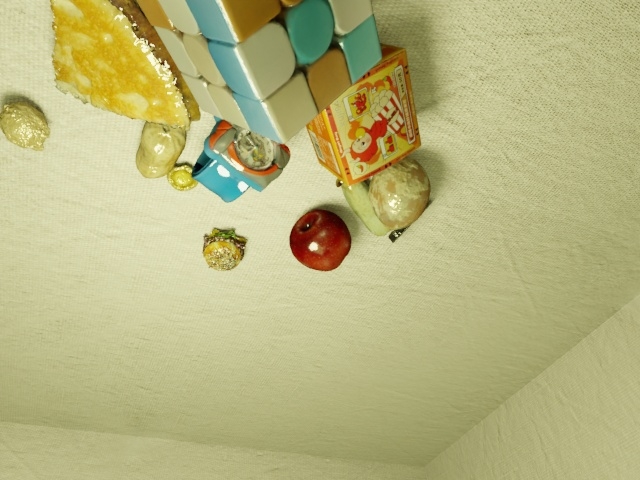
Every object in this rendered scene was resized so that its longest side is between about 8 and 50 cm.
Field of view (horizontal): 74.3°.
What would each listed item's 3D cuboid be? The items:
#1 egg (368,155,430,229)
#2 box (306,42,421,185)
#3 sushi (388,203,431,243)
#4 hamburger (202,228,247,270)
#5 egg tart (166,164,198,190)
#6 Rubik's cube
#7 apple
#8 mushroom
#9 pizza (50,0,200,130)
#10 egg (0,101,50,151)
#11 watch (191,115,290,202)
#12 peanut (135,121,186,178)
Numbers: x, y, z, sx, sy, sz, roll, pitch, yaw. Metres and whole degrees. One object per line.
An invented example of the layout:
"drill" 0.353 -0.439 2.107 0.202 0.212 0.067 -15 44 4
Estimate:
"egg" 0.259 -0.155 1.381 0.204 0.245 0.203 7 170 1
"box" 0.104 -0.352 1.166 0.260 0.214 0.283 -30 130 -8
"sushi" 0.303 -0.067 1.524 0.050 0.192 0.215 44 121 7
"hamburger" -0.363 0.042 1.582 0.164 0.093 0.189 9 127 -12
"egg tart" -0.453 -0.210 1.396 0.105 0.039 0.105 -2 130 -3
"Rubik's cube" -0.125 -0.472 0.901 0.346 0.347 0.344 -44 139 -17
"apple" 0.000 0.000 1.497 0.218 0.218 0.201 -34 125 22
"mushroom" 0.161 -0.128 1.494 0.100 0.081 0.312 -26 129 18
"pizza" -0.479 -0.437 1.077 0.392 0.080 0.435 29 147 -15
"egg" -0.850 -0.327 1.215 0.118 0.116 0.140 18 132 18
"watch" -0.244 -0.279 1.255 0.241 0.305 0.275 39 147 -27
"peanut" -0.484 -0.281 1.277 0.129 0.129 0.224 20 127 -20
